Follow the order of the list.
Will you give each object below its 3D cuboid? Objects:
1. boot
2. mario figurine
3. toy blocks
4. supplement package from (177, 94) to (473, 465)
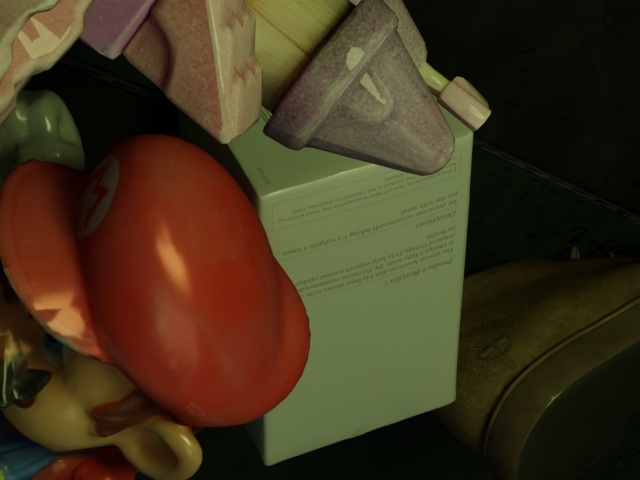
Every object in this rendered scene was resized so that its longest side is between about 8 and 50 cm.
[{"bbox_3d":[0.171,0.031,0.995,0.305,0.115,0.112,-21,133,-38],"label":"boot"},{"bbox_3d":[-0.141,0.066,0.762,0.170,0.198,0.320,-33,166,-47],"label":"mario figurine"},{"bbox_3d":[-0.054,-0.108,0.518,0.260,0.288,0.309,39,109,-1],"label":"toy blocks"},{"bbox_3d":[0.000,0.000,0.847,0.105,0.105,0.179,-17,136,-18],"label":"supplement package"}]
